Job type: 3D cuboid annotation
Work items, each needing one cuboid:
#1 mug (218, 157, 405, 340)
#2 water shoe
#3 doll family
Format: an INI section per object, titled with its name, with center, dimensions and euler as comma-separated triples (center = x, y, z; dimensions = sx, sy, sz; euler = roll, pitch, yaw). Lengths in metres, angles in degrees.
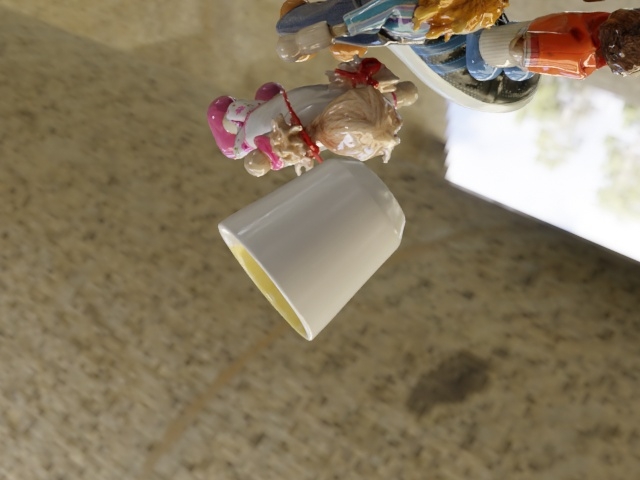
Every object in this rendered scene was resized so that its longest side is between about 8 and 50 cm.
[mug]
center = -0.002, -0.003, 0.777
dimensions = 0.064, 0.078, 0.062
euler = -39, -77, -8
[water shoe]
center = 0.082, -0.145, 1.137
dimensions = 0.203, 0.080, 0.073
euler = 28, -129, -35
[doll family]
center = 0.062, -0.117, 0.921
dimensions = 0.263, 0.163, 0.118
euler = -19, -79, -27
